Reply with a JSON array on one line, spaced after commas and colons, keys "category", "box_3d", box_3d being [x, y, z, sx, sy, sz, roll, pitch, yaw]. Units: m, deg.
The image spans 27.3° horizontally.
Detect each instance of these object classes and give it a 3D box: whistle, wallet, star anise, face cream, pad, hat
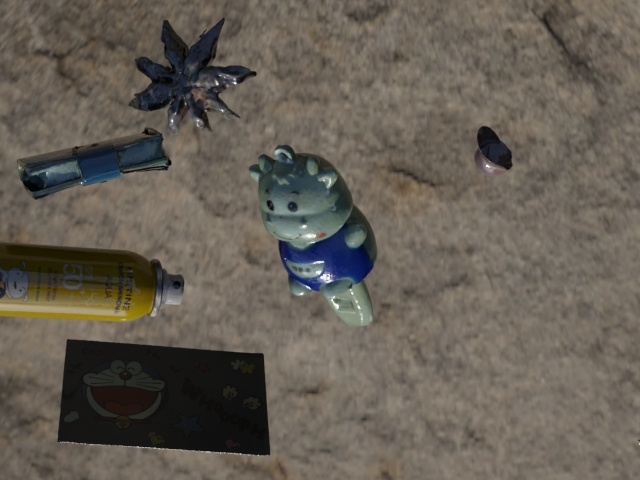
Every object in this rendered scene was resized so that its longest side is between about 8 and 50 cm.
[{"category": "whistle", "box_3d": [0.000, 0.000, 1.318, 0.110, 0.092, 0.244, 4, 135, 29]}, {"category": "wallet", "box_3d": [-0.319, -0.112, 1.859, 0.202, 0.141, 0.059, -14, 105, -16]}, {"category": "star anise", "box_3d": [-0.193, -0.238, 1.920, 0.204, 0.061, 0.181, 8, 103, 18]}, {"category": "face cream", "box_3d": [-0.362, 0.059, 1.837, 0.348, 0.105, 0.105, 5, 121, -21]}, {"category": "pad", "box_3d": [-0.184, 0.183, 1.567, 0.245, 0.170, 0.006, 5, 129, -10]}, {"category": "hat", "box_3d": [0.215, -0.112, 1.715, 0.042, 0.058, 0.087, -26, 158, 29]}]

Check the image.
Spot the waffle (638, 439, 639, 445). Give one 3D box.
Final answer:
[{"category": "waffle", "box_3d": [0.599, 0.305, 2.059, 0.160, 0.211, 0.055, -36, 128, -5]}]
